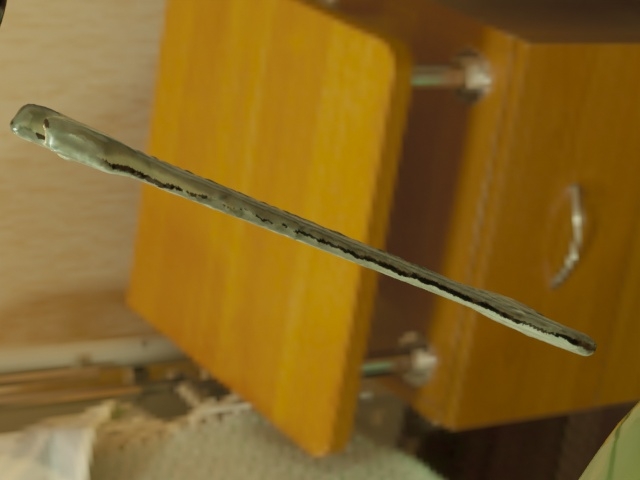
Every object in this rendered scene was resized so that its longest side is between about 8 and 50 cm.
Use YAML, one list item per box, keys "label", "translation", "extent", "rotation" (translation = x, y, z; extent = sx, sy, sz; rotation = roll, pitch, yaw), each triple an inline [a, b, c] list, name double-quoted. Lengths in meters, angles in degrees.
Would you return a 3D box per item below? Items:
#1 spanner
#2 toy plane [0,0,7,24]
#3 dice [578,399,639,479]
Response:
- label: "spanner"
  translation: [0.000, 0.000, 0.835]
  extent: [0.017, 0.302, 0.071]
  rotation: [-67, 23, 2]
- label: "toy plane"
  translation: [-0.141, -0.018, 0.437]
  extent: [0.246, 0.078, 0.169]
  rotation: [-65, 11, -22]
- label: "dice"
  translation: [0.279, 0.197, 0.641]
  extent: [0.322, 0.318, 0.330]
  rotation: [43, 154, 46]
